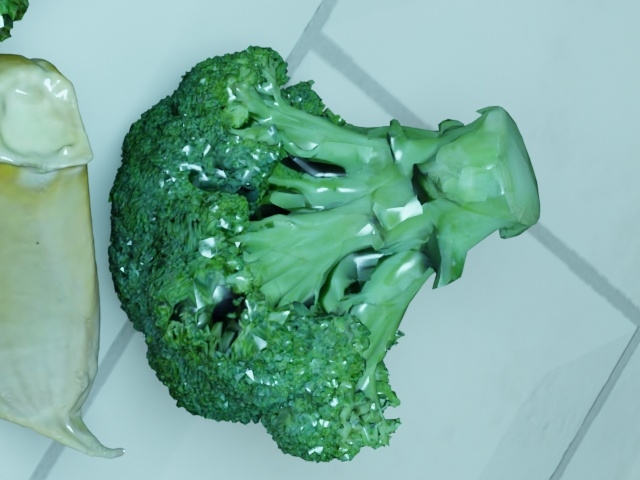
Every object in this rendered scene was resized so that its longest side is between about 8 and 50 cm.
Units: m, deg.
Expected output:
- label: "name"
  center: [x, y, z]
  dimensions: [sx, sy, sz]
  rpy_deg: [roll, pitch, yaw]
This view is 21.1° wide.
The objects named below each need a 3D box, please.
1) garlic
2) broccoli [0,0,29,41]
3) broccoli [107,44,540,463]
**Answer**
- label: "garlic"
  center: [-0.182, 0.004, 0.973]
  dimensions: [0.145, 0.164, 0.244]
  rpy_deg: [-39, 139, -36]
- label: "broccoli"
  center: [-0.208, -0.203, 0.800]
  dimensions: [0.308, 0.275, 0.307]
  rpy_deg: [-16, 139, -14]
- label: "broccoli"
  center: [0.000, 0.000, 1.055]
  dimensions: [0.270, 0.270, 0.270]
  rpy_deg: [-17, 130, 15]
